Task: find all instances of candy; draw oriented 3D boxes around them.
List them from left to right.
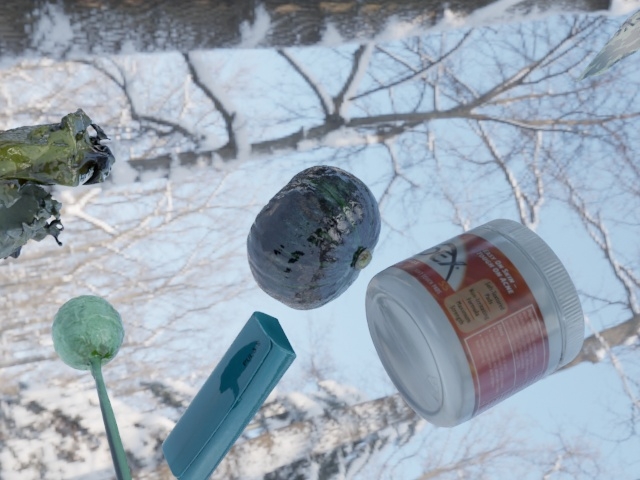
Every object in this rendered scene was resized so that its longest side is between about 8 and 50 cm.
[{"bbox_3d":[-0.332,0.255,1.218,0.440,0.119,0.119,60,-38,41],"label":"candy"}]

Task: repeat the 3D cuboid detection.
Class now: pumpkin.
[{"bbox_3d":[0.000,0.000,1.657,0.238,0.315,0.315,32,-54,25],"label":"pumpkin"}]

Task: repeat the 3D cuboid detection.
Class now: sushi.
[{"bbox_3d":[-0.320,-0.017,0.694,0.139,0.290,0.131,-122,-173,-73],"label":"sushi"}]

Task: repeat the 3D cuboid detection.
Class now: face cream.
[{"bbox_3d":[0.177,0.097,0.946,0.201,0.187,0.201,53,-22,34],"label":"face cream"}]

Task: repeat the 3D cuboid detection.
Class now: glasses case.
[{"bbox_3d":[-0.160,0.268,1.330,0.301,0.070,0.117,-54,-146,12],"label":"glasses case"}]

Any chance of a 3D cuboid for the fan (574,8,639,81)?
[{"bbox_3d":[0.438,-0.291,1.051,0.009,0.240,0.131,47,2,-14],"label":"fan"}]
